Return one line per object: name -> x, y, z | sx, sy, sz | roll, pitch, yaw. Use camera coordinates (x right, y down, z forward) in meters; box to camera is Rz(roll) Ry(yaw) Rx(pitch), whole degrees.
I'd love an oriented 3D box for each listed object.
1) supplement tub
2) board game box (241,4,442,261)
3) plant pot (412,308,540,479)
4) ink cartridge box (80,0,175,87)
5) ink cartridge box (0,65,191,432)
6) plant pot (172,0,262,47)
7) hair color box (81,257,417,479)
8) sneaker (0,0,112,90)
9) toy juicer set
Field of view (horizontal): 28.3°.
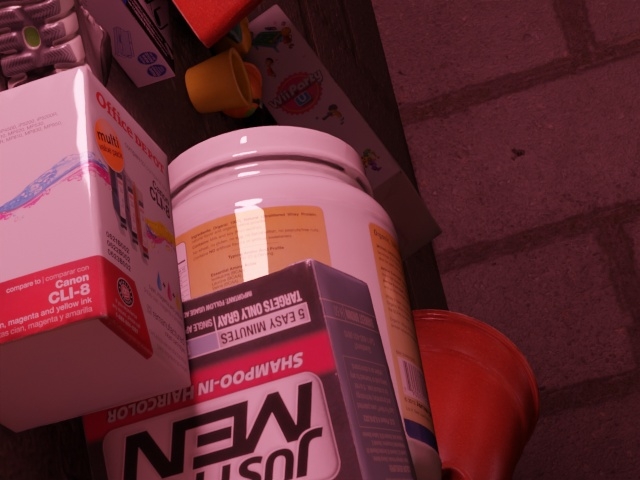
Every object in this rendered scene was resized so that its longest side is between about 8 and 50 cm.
supplement tub -> -0.032, 0.086, 1.072 | 0.228, 0.228, 0.316 | 55, 23, -58
board game box -> 0.016, -0.131, 1.651 | 0.303, 0.097, 0.224 | 56, 3, 27
plant pot -> 0.130, 0.269, 1.572 | 0.265, 0.272, 0.272 | -67, 141, -60
ink cartridge box -> -0.198, -0.241, 1.175 | 0.207, 0.046, 0.097 | 55, 22, -58
ink cartridge box -> -0.168, 0.007, 0.790 | 0.128, 0.127, 0.176 | 53, 23, -59
plant pot -> -0.080, -0.380, 1.240 | 0.267, 0.235, 0.267 | 55, 10, -12
hair color box -> -0.027, 0.221, 0.819 | 0.113, 0.185, 0.375 | 25, 49, -67
sneaker -> -0.215, -0.188, 0.977 | 0.132, 0.086, 0.229 | -87, 168, -70
toy juicer set -> -0.120, -0.301, 1.512 | 0.209, 0.089, 0.329 | 13, 61, -76
